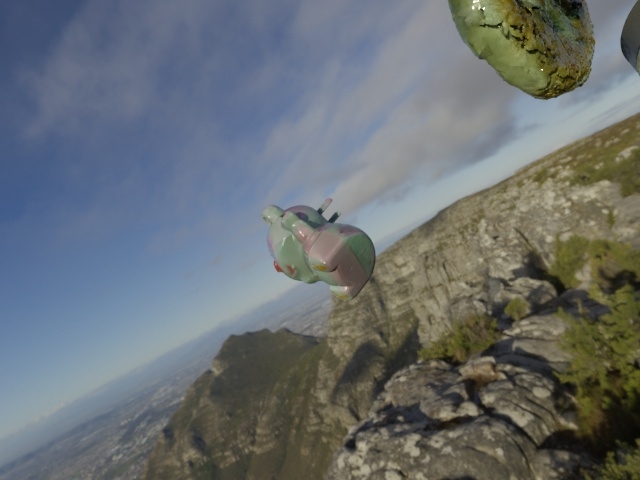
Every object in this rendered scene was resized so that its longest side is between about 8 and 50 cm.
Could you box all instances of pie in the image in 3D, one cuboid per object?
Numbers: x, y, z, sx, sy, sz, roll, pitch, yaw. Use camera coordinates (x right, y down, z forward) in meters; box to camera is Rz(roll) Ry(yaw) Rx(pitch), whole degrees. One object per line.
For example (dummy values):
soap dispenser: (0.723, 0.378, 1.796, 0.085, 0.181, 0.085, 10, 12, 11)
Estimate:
pie: (0.352, -0.378, 0.697, 0.371, 0.296, 0.078, -41, 11, -32)

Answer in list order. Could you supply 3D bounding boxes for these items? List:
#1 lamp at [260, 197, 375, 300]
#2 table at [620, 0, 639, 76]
lamp: (0.000, 0.000, 1.084, 0.301, 0.247, 0.247, 16, 63, 48)
table: (0.386, -0.222, 0.421, 0.134, 0.043, 0.133, -1, -36, -1)
